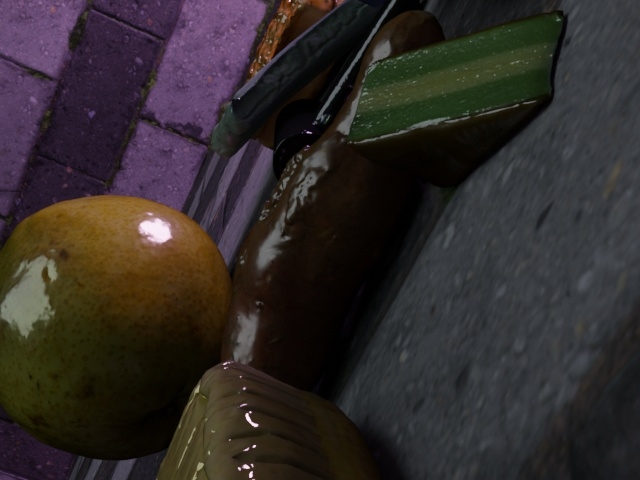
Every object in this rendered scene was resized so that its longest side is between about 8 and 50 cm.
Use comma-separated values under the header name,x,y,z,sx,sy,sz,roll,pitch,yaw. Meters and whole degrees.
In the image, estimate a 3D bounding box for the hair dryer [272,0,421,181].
name,x,y,z,sx,sy,sz,roll,pitch,yaw
hair dryer,0.030,-0.167,0.903,0.248,0.070,0.114,-58,15,23

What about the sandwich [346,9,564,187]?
name,x,y,z,sx,sy,sz,roll,pitch,yaw
sandwich,0.076,-0.093,0.536,0.116,0.074,0.074,134,155,-60

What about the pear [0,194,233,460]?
name,x,y,z,sx,sy,sz,roll,pitch,yaw
pear,-0.239,0.106,1.055,0.304,0.303,0.304,-157,90,-78

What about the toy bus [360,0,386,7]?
name,x,y,z,sx,sy,sz,roll,pitch,yaw
toy bus,0.078,-0.290,0.881,0.167,0.073,0.076,-54,29,42

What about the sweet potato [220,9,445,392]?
name,x,y,z,sx,sy,sz,roll,pitch,yaw
sweet potato,-0.003,0.001,0.663,0.106,0.095,0.355,-128,62,-81

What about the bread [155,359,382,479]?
name,x,y,z,sx,sy,sz,roll,pitch,yaw
bread,-0.030,0.156,0.474,0.140,0.106,0.236,-64,13,9

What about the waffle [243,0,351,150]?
name,x,y,z,sx,sy,sz,roll,pitch,yaw
waffle,-0.021,-0.283,1.262,0.308,0.091,0.213,-47,23,55

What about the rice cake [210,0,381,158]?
name,x,y,z,sx,sy,sz,roll,pitch,yaw
rice cake,-0.024,-0.187,0.994,0.237,0.043,0.127,-43,1,-19
